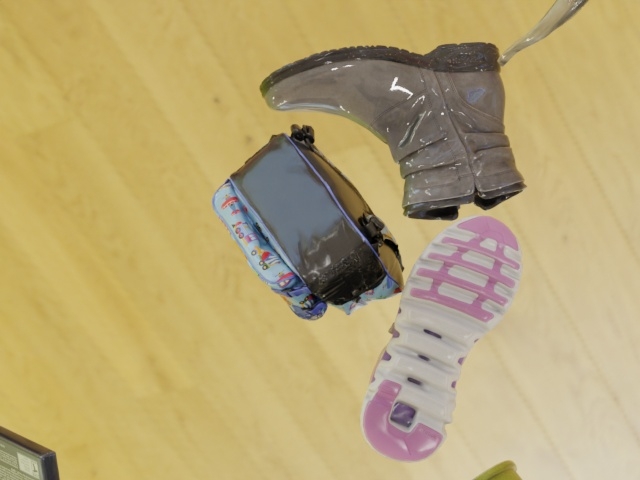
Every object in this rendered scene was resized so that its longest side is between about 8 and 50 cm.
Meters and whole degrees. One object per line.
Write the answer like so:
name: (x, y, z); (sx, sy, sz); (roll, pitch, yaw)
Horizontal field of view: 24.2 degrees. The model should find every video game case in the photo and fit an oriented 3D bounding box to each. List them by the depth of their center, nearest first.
video game case: (-0.367, 0.365, 1.839); (0.196, 0.026, 0.274); (12, 114, 48)

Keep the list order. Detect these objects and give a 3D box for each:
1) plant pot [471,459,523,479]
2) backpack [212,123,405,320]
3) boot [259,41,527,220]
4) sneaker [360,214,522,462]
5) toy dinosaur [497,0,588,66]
plant pot: (0.266, 0.571, 2.159); (0.353, 0.366, 0.366); (46, 138, 20)
backpack: (0.000, 0.000, 1.366); (0.117, 0.158, 0.173); (-38, 152, 4)
boot: (0.099, -0.134, 1.933); (0.338, 0.223, 0.118); (-6, 170, -10)
sneaker: (0.103, 0.085, 1.370); (0.095, 0.236, 0.104); (26, 178, -2)
toy dinosaur: (0.224, -0.244, 1.162); (0.268, 0.064, 0.118); (-41, 144, 12)
